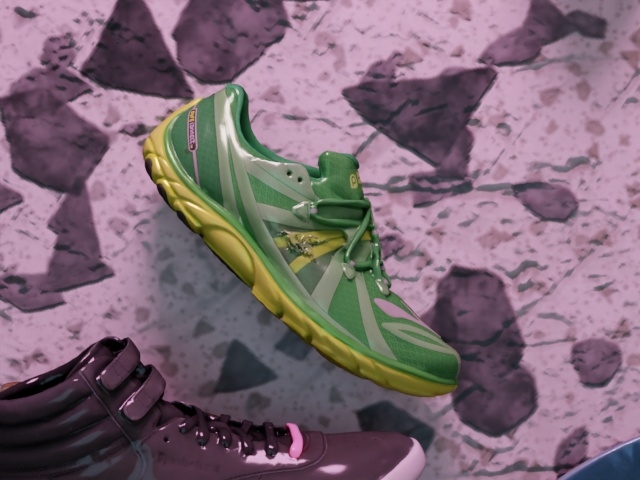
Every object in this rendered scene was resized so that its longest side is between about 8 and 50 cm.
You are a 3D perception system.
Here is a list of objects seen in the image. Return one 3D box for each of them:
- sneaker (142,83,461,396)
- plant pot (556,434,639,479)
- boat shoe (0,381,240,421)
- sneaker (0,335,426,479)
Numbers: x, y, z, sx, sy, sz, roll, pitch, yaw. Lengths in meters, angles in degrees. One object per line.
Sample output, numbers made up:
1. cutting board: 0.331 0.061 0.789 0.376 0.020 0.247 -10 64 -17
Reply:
1. sneaker: 0.000 0.000 0.925 0.295 0.109 0.123 44 92 3
2. plant pot: 0.291 0.283 0.839 0.271 0.271 0.255 -22 99 -1
3. boat shoe: -0.102 0.168 0.918 0.285 0.104 0.089 15 84 1
4. sneaker: -0.082 0.128 0.821 0.295 0.104 0.147 -11 98 -4
